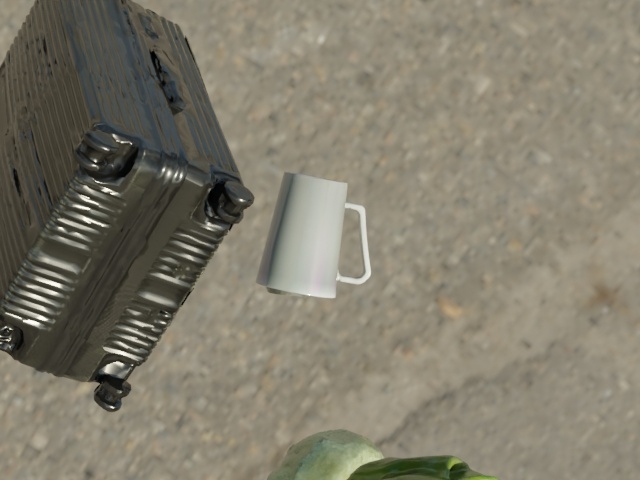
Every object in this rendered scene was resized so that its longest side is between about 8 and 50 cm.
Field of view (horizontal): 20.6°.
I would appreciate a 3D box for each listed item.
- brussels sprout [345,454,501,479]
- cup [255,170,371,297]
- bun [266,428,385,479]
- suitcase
[{"bbox_3d":[0.080,0.294,1.455,0.294,0.259,0.227,-4,67,-24],"label":"brussels sprout"},{"bbox_3d":[0.000,0.000,1.648,0.104,0.116,0.074,11,2,-4],"label":"cup"},{"bbox_3d":[-0.003,0.314,2.113,0.118,0.195,0.195,17,33,28],"label":"bun"},{"bbox_3d":[-0.197,-0.055,1.470,0.152,0.229,0.335,22,24,-28],"label":"suitcase"}]
